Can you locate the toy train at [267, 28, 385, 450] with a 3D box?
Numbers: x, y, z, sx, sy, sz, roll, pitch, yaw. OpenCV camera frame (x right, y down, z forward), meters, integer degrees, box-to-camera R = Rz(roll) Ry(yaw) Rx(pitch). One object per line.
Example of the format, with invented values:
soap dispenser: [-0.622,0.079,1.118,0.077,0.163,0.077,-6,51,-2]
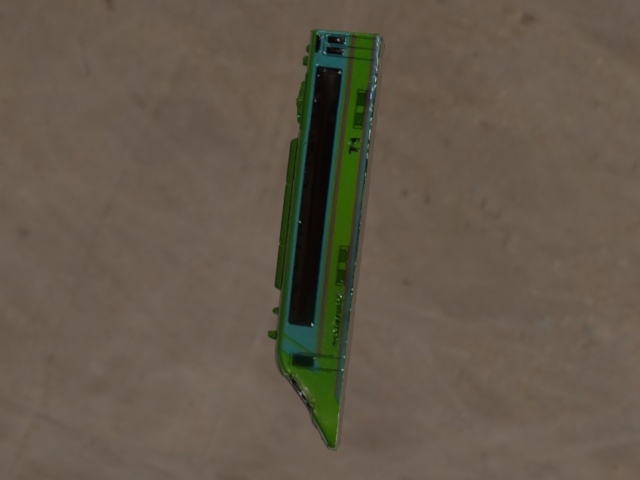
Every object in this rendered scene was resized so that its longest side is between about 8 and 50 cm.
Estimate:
toy train: [0.000,0.000,0.927,0.042,0.209,0.044,7,180,5]
